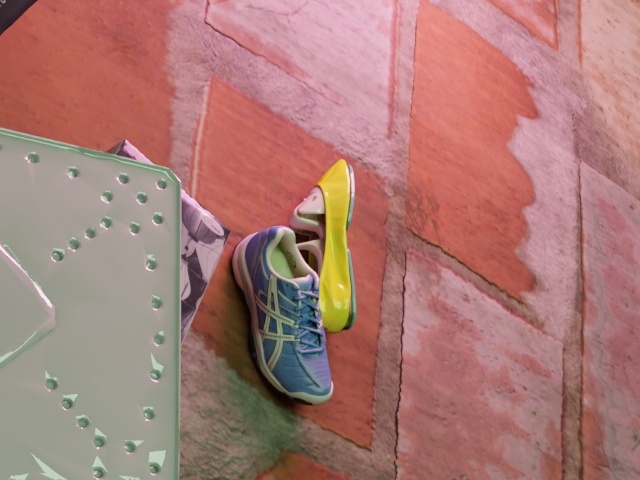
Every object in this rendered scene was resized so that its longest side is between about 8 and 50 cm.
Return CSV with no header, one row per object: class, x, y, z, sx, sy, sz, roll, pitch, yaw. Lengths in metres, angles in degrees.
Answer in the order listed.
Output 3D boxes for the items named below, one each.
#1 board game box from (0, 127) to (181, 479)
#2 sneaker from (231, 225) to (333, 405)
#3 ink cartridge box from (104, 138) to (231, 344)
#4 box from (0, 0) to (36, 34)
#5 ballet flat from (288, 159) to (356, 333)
board game box,-0.318,0.070,1.632,0.390,0.050,0.390,12,57,-24
sneaker,-0.036,0.082,1.955,0.080,0.081,0.211,-13,75,-38
ink cartridge box,-0.213,0.061,1.807,0.165,0.065,0.333,42,44,-22
box,-0.384,-0.357,1.764,0.293,0.212,0.395,49,42,-14
ballet flat,0.000,0.000,2.065,0.077,0.077,0.231,9,60,-16
